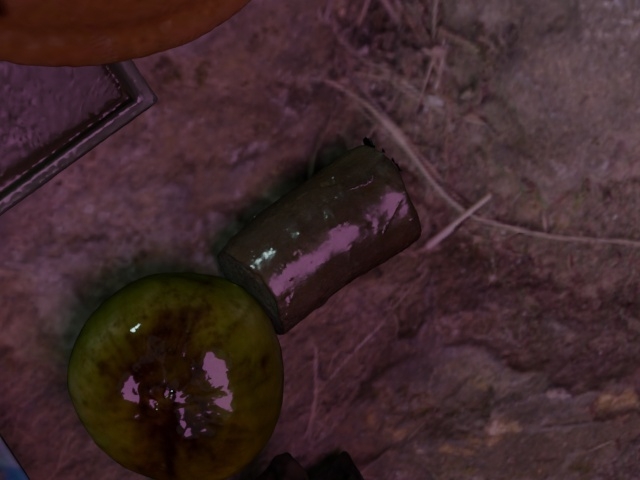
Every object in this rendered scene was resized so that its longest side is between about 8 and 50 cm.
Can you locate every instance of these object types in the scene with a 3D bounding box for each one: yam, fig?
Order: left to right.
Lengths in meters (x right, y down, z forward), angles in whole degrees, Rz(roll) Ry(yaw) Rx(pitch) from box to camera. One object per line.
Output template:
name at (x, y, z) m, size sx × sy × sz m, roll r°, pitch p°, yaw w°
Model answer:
fig at (-0.088, 0.090, 0.874) m, size 0.136 × 0.120 × 0.153 m, roll -27°, pitch 131°, yaw 5°
yam at (0.001, 0.000, 0.910) m, size 0.127 × 0.084 × 0.084 m, roll -37°, pitch 125°, yaw -14°

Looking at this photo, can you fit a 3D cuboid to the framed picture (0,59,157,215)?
framed picture at (-0.262, -0.132, 0.737) m, size 0.240 × 0.020 × 0.324 m, roll -38°, pitch 125°, yaw -9°

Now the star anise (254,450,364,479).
star anise at (-0.045, 0.268, 0.996) m, size 0.223 × 0.109 × 0.236 m, roll -23°, pitch 124°, yaw -13°

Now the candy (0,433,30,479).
candy at (-0.250, 0.124, 0.823) m, size 0.097 × 0.062 × 0.194 m, roll -32°, pitch 130°, yaw -13°

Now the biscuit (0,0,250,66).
biscuit at (-0.138, -0.309, 0.684) m, size 0.350 × 0.078 × 0.455 m, roll -33°, pitch 123°, yaw -20°
